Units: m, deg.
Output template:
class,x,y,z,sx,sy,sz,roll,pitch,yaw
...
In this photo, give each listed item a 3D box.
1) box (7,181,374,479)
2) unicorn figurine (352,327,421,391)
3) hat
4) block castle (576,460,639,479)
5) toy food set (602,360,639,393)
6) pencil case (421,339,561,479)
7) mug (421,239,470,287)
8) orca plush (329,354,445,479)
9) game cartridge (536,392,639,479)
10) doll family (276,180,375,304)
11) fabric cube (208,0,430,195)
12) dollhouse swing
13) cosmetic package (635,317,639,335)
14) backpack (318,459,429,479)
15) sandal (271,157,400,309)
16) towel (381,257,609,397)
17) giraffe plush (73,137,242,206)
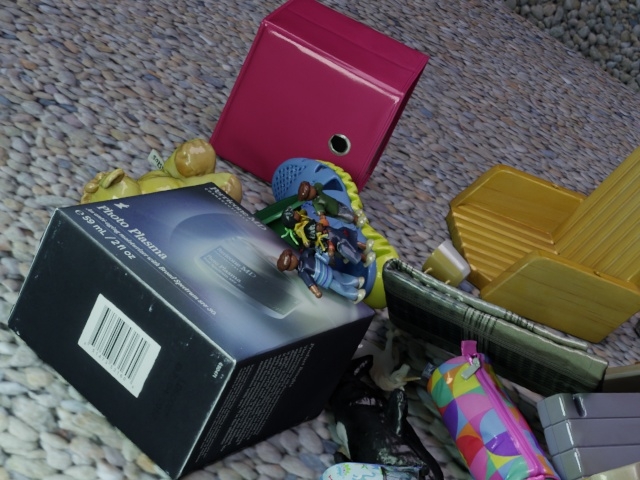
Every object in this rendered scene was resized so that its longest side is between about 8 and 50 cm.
class,x,y,z,sx,sy,sz,roll,pitch,yaw
box,-0.148,0.089,1.615,0.296,0.183,0.294,38,26,22
unicorn figurine,0.074,0.153,1.864,0.162,0.060,0.111,17,37,14
hat,-0.054,0.051,1.943,0.184,0.173,0.208,64,18,-7
block castle,0.388,0.348,1.473,0.453,0.303,0.213,-3,71,-39
toy food set,0.505,0.183,2.011,0.219,0.306,0.092,15,72,-25
pencil case,0.217,0.245,1.744,0.104,0.104,0.236,9,38,-35
mug,0.202,0.049,2.201,0.064,0.078,0.062,42,-5,11
orca plush,0.092,0.221,1.686,0.151,0.102,0.287,17,26,-20
game cartridge,0.442,0.314,1.790,0.355,0.068,0.230,6,67,-39
doll family,0.000,0.000,1.646,0.111,0.076,0.193,28,21,-24
fabric cube,0.000,-0.231,2.290,0.258,0.254,0.259,28,25,2
dollhouse swing,0.433,-0.058,2.328,0.315,0.305,0.347,21,26,-14
cosmetic package,0.717,0.220,2.248,0.217,0.156,0.385,15,29,-24
backpack,0.053,0.294,1.509,0.114,0.105,0.084,10,49,-13
sandal,-0.003,-0.023,2.051,0.138,0.126,0.317,3,32,-33
towel,0.236,0.126,1.844,0.324,0.056,0.312,26,-12,12
giraffe plush,-0.234,-0.049,1.834,0.170,0.181,0.210,-13,37,-44
